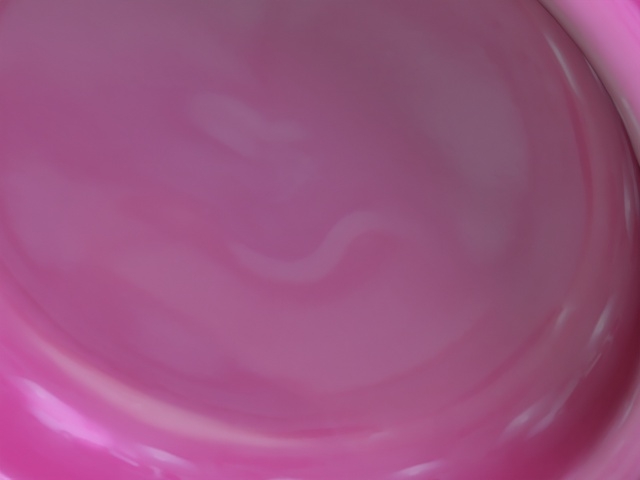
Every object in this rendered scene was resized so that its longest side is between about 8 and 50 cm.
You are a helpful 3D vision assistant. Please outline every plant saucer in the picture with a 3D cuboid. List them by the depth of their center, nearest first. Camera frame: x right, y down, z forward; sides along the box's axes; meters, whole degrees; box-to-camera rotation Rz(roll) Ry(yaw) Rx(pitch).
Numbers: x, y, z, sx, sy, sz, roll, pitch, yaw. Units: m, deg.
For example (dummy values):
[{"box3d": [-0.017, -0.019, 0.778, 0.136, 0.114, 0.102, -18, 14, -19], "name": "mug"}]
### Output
[{"box3d": [-0.029, -0.014, 0.589, 0.332, 0.084, 0.332, 7, 126, 10], "name": "plant saucer"}]
